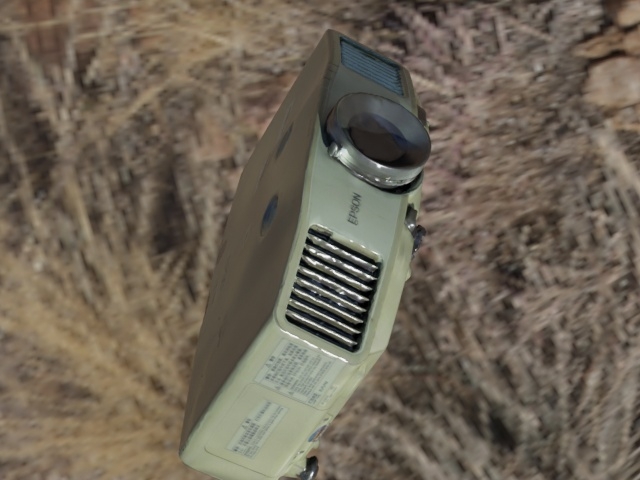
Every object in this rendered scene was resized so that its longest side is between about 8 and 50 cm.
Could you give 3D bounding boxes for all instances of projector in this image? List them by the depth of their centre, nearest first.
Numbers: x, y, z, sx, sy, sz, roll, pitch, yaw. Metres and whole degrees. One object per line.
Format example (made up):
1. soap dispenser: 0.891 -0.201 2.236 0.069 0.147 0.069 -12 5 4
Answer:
1. projector: 0.000 0.000 1.099 0.088 0.269 0.193 23 132 -12
